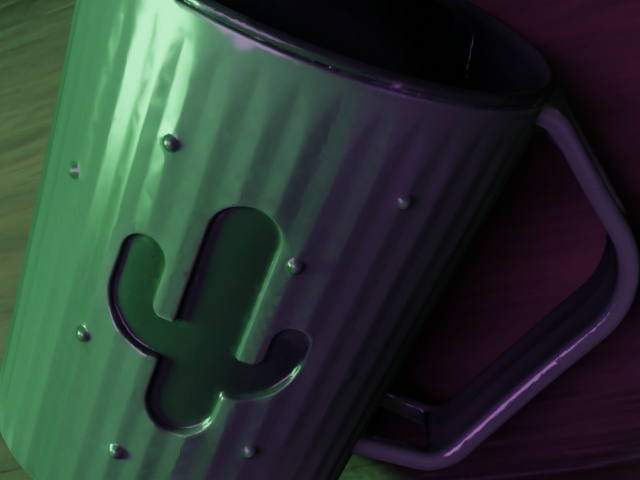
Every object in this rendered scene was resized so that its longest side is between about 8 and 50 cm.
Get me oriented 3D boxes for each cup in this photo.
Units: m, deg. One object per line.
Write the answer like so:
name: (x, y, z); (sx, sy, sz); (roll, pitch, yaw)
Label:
cup: (-0.015, 0.003, 0.915); (0.401, 0.310, 0.392); (32, 115, 23)
